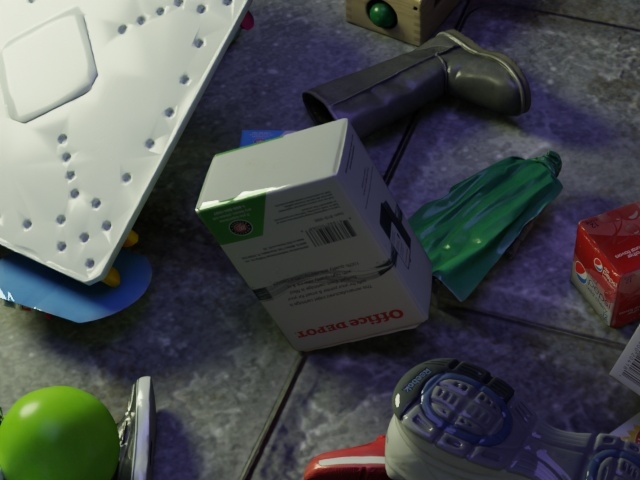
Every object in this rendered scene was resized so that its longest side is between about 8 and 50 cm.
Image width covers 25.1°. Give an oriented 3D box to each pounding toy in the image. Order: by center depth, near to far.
[{"bbox_3d":[0.104,-0.311,1.773,0.130,0.100,0.141,22,52,22],"label":"pounding toy"}]

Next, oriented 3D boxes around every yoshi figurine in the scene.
[{"bbox_3d":[-0.239,0.258,1.212,0.203,0.204,0.362,-5,44,-14],"label":"yoshi figurine"}]

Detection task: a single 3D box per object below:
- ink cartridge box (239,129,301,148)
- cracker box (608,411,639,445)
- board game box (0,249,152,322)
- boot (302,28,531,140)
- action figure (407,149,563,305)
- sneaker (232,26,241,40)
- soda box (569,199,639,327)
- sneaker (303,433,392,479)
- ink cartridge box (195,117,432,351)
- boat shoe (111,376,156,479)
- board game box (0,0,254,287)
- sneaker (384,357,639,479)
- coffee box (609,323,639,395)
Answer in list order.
[{"bbox_3d":[-0.044,-0.037,1.534,0.092,0.090,0.143,3,48,6],"label":"ink cartridge box"},{"bbox_3d":[0.275,0.256,1.260,0.232,0.067,0.155,-29,51,-23],"label":"cracker box"},{"bbox_3d":[-0.258,0.049,1.502,0.168,0.033,0.133,15,35,21],"label":"board game box"},{"bbox_3d":[0.110,-0.163,1.654,0.208,0.076,0.189,-22,35,-26],"label":"boot"},{"bbox_3d":[0.179,-0.025,1.529,0.232,0.063,0.137,-38,54,-23],"label":"action figure"},{"bbox_3d":[-0.241,-0.284,1.693,0.319,0.208,0.127,-32,55,-24],"label":"sneaker"},{"bbox_3d":[0.392,-0.004,1.478,0.263,0.092,0.083,-20,50,-15],"label":"soda box"},{"bbox_3d":[0.091,0.194,1.332,0.221,0.087,0.128,5,38,-9],"label":"sneaker"},{"bbox_3d":[0.000,0.000,1.392,0.153,0.208,0.087,-14,40,24],"label":"ink cartridge box"},{"bbox_3d":[-0.179,0.189,1.360,0.040,0.049,0.142,-3,49,1],"label":"boat shoe"},{"bbox_3d":[-0.287,-0.179,1.570,0.390,0.050,0.390,22,79,29],"label":"board game box"},{"bbox_3d":[0.185,0.211,1.193,0.297,0.129,0.111,32,52,10],"label":"sneaker"},{"bbox_3d":[0.400,0.142,1.278,0.246,0.098,0.141,35,19,21],"label":"coffee box"}]
